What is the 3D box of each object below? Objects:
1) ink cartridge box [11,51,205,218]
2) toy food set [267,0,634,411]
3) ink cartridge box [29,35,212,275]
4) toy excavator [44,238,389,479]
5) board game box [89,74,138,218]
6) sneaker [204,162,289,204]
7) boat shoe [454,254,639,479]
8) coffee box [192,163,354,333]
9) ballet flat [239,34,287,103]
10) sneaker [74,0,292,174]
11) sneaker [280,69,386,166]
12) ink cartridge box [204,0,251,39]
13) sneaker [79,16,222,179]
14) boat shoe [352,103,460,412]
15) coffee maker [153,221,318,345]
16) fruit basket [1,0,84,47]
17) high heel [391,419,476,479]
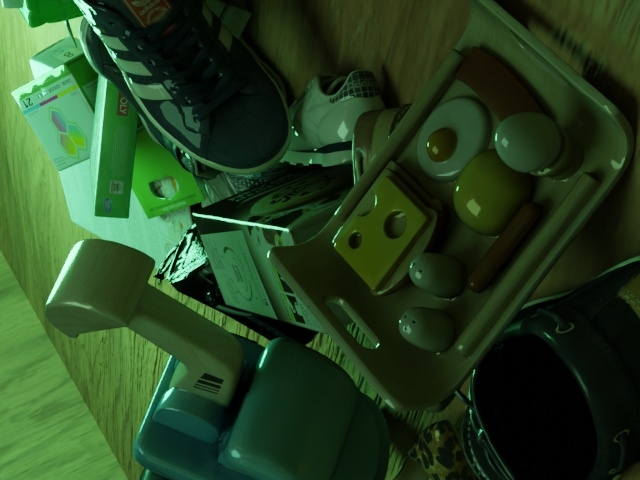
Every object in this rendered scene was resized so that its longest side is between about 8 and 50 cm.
[{"bbox_3d":[-0.292,-0.133,2.362,0.189,0.097,0.255,-15,106,56],"label":"ink cartridge box"},{"bbox_3d":[0.097,-0.041,1.421,0.092,0.306,0.220,20,-158,-48],"label":"toy food set"},{"bbox_3d":[-0.251,-0.104,2.511,0.385,0.091,0.308,25,138,37],"label":"ink cartridge box"},{"bbox_3d":[-0.104,0.167,1.915,0.433,0.222,0.445,24,156,-5],"label":"toy excavator"},{"bbox_3d":[-0.250,-0.209,2.127,0.213,0.046,0.317,-118,34,-69],"label":"board game box"},{"bbox_3d":[-0.121,-0.148,2.085,0.283,0.110,0.122,48,140,28],"label":"sneaker"},{"bbox_3d":[0.201,0.144,1.492,0.187,0.156,0.500,60,161,9],"label":"boat shoe"},{"bbox_3d":[0.000,0.000,1.812,0.297,0.168,0.119,8,120,66],"label":"coffee box"},{"bbox_3d":[-0.118,-0.217,2.009,0.248,0.086,0.086,55,158,25],"label":"ballet flat"},{"bbox_3d":[-0.162,-0.215,1.748,0.350,0.131,0.148,48,172,7],"label":"sneaker"},{"bbox_3d":[0.008,-0.128,1.795,0.235,0.090,0.095,4,103,64],"label":"sneaker"},{"bbox_3d":[-0.156,-0.263,1.914,0.099,0.056,0.135,30,-170,25],"label":"ink cartridge box"},{"bbox_3d":[-0.170,-0.163,1.918,0.163,0.086,0.226,40,170,48],"label":"sneaker"},{"bbox_3d":[0.090,0.013,1.629,0.116,0.123,0.324,12,121,28],"label":"boat shoe"},{"bbox_3d":[-0.079,0.043,2.034,0.178,0.120,0.171,31,171,-20],"label":"coffee maker"},{"bbox_3d":[-0.399,-0.475,2.278,0.327,0.165,0.353,100,146,-66],"label":"fruit basket"},{"bbox_3d":[0.081,0.312,1.933,0.093,0.186,0.261,51,156,34],"label":"high heel"}]
